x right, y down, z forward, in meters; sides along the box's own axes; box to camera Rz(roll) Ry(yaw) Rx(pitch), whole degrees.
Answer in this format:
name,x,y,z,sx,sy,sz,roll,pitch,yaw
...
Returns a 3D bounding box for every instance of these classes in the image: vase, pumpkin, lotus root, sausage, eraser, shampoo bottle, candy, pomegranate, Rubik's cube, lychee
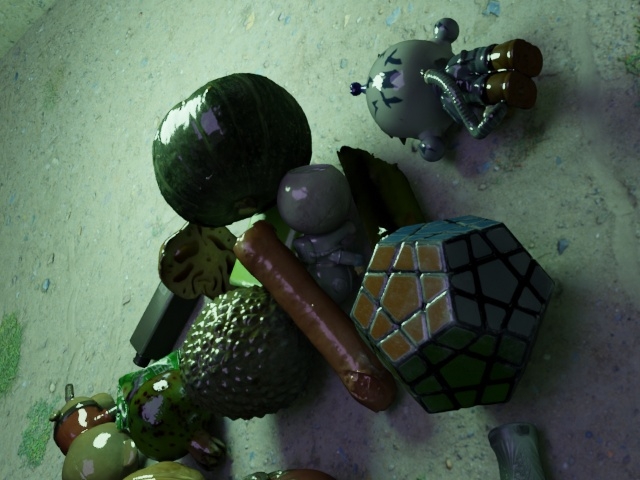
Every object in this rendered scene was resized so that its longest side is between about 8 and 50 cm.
name,x,y,z,sx,sy,sz,roll,pitch,yaw
vase,0.302,0.379,1.146,0.096,0.096,0.219,-31,51,33
pumpkin,-0.182,-0.174,1.608,0.327,0.291,0.258,-37,68,40
lotus root,-0.281,0.051,1.812,0.199,0.188,0.180,-47,14,-18
sausage,-0.008,0.136,1.446,0.419,0.094,0.094,49,155,16
eraser,-0.069,-0.013,1.688,0.210,0.092,0.274,9,79,48
shampoo bottle,-0.386,0.199,1.929,0.080,0.079,0.246,38,102,48
candy,-0.396,0.352,1.879,0.203,0.078,0.141,-25,65,11
pomegranate,-0.305,0.394,1.707,0.247,0.202,0.202,34,100,17
Rubik's cube,0.203,0.109,1.222,0.319,0.319,0.264,-1,103,45
lychee,-0.142,0.220,1.537,0.255,0.274,0.255,20,119,41

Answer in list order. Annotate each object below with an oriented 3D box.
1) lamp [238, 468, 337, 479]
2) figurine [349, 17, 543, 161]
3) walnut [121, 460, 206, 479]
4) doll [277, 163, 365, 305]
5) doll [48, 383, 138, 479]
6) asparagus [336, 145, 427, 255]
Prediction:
name,x,y,z,sx,sy,sz,roll,pitch,yaw
lamp,-0.068,0.521,1.323,0.303,0.257,0.303,-31,11,7
figurine,0.228,-0.281,1.433,0.381,0.186,0.261,5,72,51
walnut,-0.336,0.588,1.584,0.252,0.277,0.313,46,107,12
doll,0.000,0.000,1.524,0.151,0.151,0.287,11,116,47
doll,-0.550,0.493,1.907,0.235,0.174,0.330,-51,44,2
asparagus,0.128,-0.059,1.492,0.128,0.108,0.382,-45,46,31
